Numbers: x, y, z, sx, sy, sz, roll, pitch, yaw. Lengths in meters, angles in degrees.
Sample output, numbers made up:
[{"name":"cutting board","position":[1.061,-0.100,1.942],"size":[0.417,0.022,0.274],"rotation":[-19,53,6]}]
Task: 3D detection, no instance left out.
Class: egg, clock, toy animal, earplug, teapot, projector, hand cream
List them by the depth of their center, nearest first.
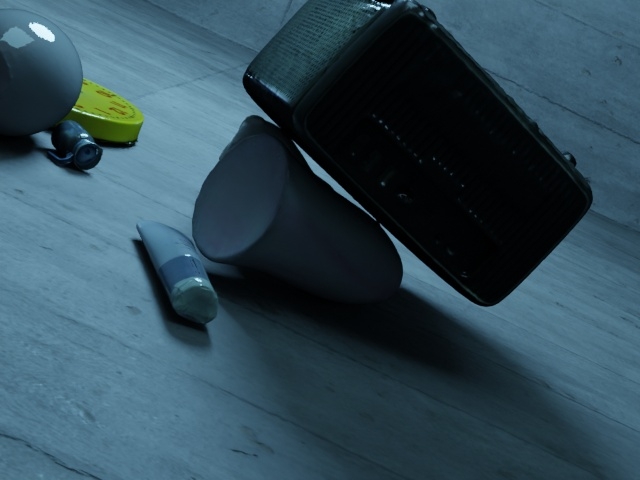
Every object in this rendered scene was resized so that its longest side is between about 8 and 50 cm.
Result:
[{"name":"hand cream","position":[-0.167,0.028,1.323],"size":[0.079,0.048,0.255],"rotation":[28,8,-23]},{"name":"earplug","position":[0.000,0.000,1.472],"size":[0.301,0.172,0.172],"rotation":[28,9,-40]},{"name":"projector","position":[0.122,-0.148,1.524],"size":[0.395,0.242,0.405],"rotation":[44,2,-20]},{"name":"egg","position":[-0.422,-0.232,1.563],"size":[0.176,0.176,0.232],"rotation":[27,5,10]},{"name":"teapot","position":[-0.353,-0.137,1.590],"size":[0.063,0.049,0.083],"rotation":[11,21,-44]},{"name":"toy animal","position":[-0.044,-0.056,1.692],"size":[0.282,0.138,0.140],"rotation":[46,19,-12]},{"name":"clock","position":[-0.421,-0.246,1.817],"size":[0.293,0.071,0.277],"rotation":[23,14,-7]}]
